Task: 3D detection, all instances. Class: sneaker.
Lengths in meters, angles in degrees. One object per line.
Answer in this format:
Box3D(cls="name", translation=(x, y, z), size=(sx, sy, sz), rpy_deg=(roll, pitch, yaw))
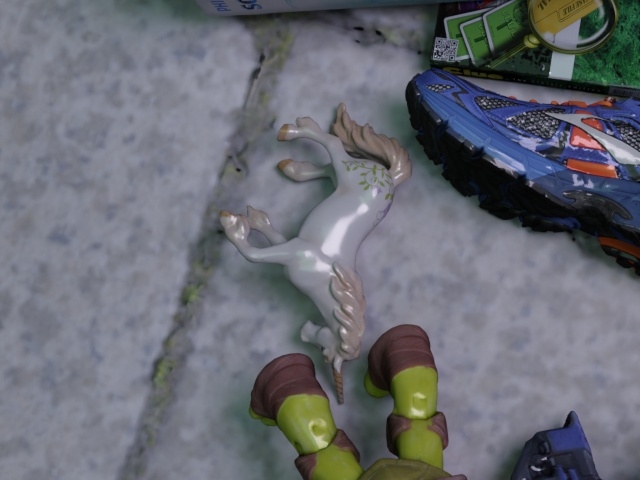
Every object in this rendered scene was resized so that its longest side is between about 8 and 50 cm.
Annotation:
Box3D(cls="sneaker", translation=(0.152, -0.048, 0.669), size=(0.221, 0.083, 0.087), rpy_deg=(26, 74, 7))

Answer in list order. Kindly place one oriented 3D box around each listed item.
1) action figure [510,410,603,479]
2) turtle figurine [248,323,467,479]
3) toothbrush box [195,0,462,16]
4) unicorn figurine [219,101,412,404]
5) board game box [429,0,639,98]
Box3D(cls="action figure", translation=(0.120, 0.280, 0.615), size=(0.330, 0.179, 0.341), rpy_deg=(-7, 52, 3))
Box3D(cls="turtle figurine", translation=(0.029, 0.148, 0.587), size=(0.269, 0.087, 0.217), rpy_deg=(-24, 45, -1))
Box3D(cls="toothbrush box", translation=(0.059, -0.254, 0.650), size=(0.295, 0.126, 0.217), rpy_deg=(-1, 83, 11))
Box3D(cls="unicorn figurine", translation=(0.000, 0.000, 0.689), size=(0.111, 0.060, 0.162), rpy_deg=(30, 91, 16))
Box3D(cls="board game box", translation=(0.154, -0.222, 0.708), size=(0.136, 0.030, 0.260), rpy_deg=(9, 84, 9))
